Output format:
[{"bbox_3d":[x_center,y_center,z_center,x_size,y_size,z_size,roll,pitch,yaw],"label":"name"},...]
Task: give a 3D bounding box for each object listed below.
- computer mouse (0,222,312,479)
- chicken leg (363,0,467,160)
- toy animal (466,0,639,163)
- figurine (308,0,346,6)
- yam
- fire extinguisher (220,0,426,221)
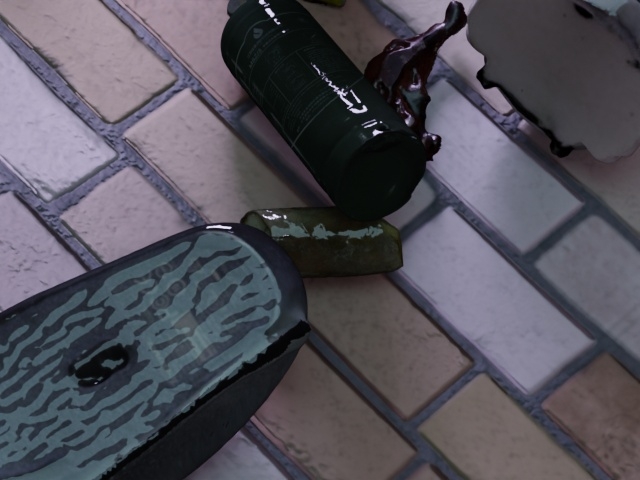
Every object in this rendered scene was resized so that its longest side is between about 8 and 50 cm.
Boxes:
[{"bbox_3d":[-0.178,0.123,1.481,0.374,0.114,0.203,-29,70,-12],"label":"computer mouse"},{"bbox_3d":[0.082,-0.143,1.695,0.090,0.048,0.219,15,60,-1],"label":"chicken leg"},{"bbox_3d":[0.259,-0.193,1.663,0.208,0.204,0.156,43,44,3],"label":"toy animal"},{"bbox_3d":[-0.006,-0.395,1.693,0.342,0.285,0.167,38,62,13],"label":"figurine"},{"bbox_3d":[0.000,0.000,1.595,0.147,0.069,0.069,-3,61,-7],"label":"yam"},{"bbox_3d":[-0.012,-0.151,1.634,0.114,0.095,0.311,-45,49,6],"label":"fire extinguisher"}]
